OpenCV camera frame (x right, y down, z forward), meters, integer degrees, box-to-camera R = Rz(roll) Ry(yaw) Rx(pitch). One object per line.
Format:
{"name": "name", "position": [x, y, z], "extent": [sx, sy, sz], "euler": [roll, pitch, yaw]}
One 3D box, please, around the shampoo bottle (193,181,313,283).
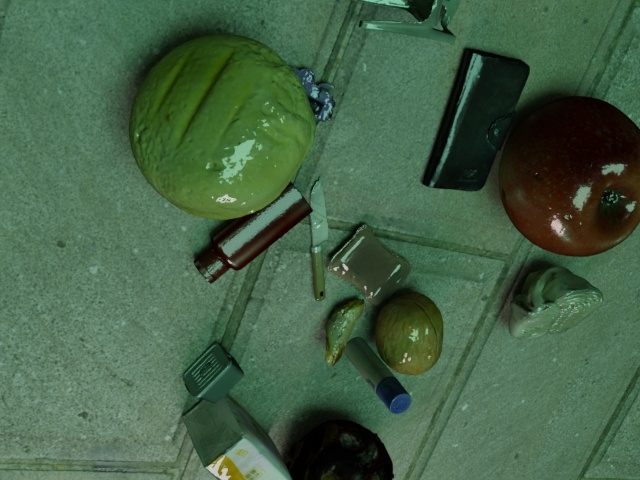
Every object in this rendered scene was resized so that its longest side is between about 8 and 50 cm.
{"name": "shampoo bottle", "position": [-0.142, -0.015, 1.884], "extent": [0.260, 0.064, 0.102], "euler": [-39, 131, -2]}

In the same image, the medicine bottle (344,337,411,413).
{"name": "medicine bottle", "position": [0.129, 0.306, 2.097], "extent": [0.059, 0.231, 0.059], "euler": [-12, 121, -20]}

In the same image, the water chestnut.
{"name": "water chestnut", "position": [0.068, 0.606, 2.186], "extent": [0.347, 0.335, 0.335], "euler": [20, 108, -6]}

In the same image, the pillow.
{"name": "pillow", "position": [0.114, 0.061, 2.078], "extent": [0.135, 0.034, 0.211], "euler": [-49, 128, 1]}

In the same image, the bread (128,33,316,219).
{"name": "bread", "position": [-0.177, -0.201, 1.616], "extent": [0.320, 0.320, 0.237], "euler": [-45, 143, 3]}

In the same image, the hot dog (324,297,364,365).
{"name": "hot dog", "position": [0.041, 0.201, 2.100], "extent": [0.169, 0.061, 0.078], "euler": [-63, 160, -9]}

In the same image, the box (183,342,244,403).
{"name": "box", "position": [-0.230, 0.294, 2.004], "extent": [0.122, 0.084, 0.069], "euler": [-44, 135, 3]}

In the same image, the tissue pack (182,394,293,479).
{"name": "tissue pack", "position": [-0.183, 0.472, 2.062], "extent": [0.124, 0.185, 0.225], "euler": [-39, 128, -3]}

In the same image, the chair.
{"name": "chair", "position": [0.193, -0.494, 1.729], "extent": [0.274, 0.190, 0.203], "euler": [7, 115, -21]}

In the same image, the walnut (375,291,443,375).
{"name": "walnut", "position": [0.207, 0.218, 2.136], "extent": [0.165, 0.165, 0.197], "euler": [-18, 132, -17]}

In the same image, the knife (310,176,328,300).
{"name": "knife", "position": [-0.001, -0.001, 1.994], "extent": [0.047, 0.017, 0.298], "euler": [-16, 119, -21]}

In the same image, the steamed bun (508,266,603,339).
{"name": "steamed bun", "position": [0.566, 0.143, 2.289], "extent": [0.211, 0.144, 0.218], "euler": [-6, 150, -15]}

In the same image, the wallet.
{"name": "wallet", "position": [0.340, -0.252, 2.009], "extent": [0.172, 0.045, 0.318], "euler": [5, 115, -28]}

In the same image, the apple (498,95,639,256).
{"name": "apple", "position": [0.570, -0.139, 2.043], "extent": [0.348, 0.277, 0.348], "euler": [-12, 122, -20]}

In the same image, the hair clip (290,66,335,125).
{"name": "hair clip", "position": [-0.047, -0.277, 1.796], "extent": [0.195, 0.052, 0.124], "euler": [13, 116, -37]}
